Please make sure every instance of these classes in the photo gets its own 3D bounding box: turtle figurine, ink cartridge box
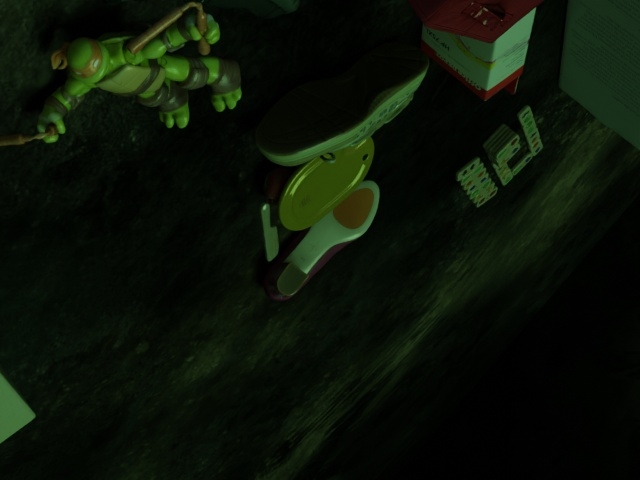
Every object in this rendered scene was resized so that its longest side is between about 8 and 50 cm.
[{"bbox_3d":[-0.190,-0.161,0.950,0.269,0.087,0.217,-29,166,22],"label":"turtle figurine"},{"bbox_3d":[0.211,-0.289,1.318,0.078,0.134,0.231,-37,155,-18],"label":"ink cartridge box"}]

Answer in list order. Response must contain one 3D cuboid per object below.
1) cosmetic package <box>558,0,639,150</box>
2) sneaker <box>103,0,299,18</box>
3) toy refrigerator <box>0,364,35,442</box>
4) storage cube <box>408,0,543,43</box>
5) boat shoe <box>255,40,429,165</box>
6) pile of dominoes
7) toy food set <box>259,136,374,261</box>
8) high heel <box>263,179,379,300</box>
[{"bbox_3d":[0.550,-0.361,1.626,0.161,0.230,0.453,-41,157,-9],"label":"cosmetic package"},{"bbox_3d":[-0.135,-0.270,0.862,0.139,0.125,0.340,-26,164,22],"label":"sneaker"},{"bbox_3d":[-0.414,0.140,1.059,0.094,0.102,0.270,-37,156,-17],"label":"toy refrigerator"},{"bbox_3d":[0.176,-0.350,1.029,0.193,0.215,0.183,-39,163,29],"label":"storage cube"},{"bbox_3d":[0.034,-0.165,1.275,0.285,0.104,0.089,-32,151,-28],"label":"boat shoe"},{"bbox_3d":[0.368,-0.150,1.912,0.196,0.040,0.251,-46,156,3],"label":"pile of dominoes"},{"bbox_3d":[-0.024,-0.088,1.356,0.218,0.071,0.128,-40,148,-18],"label":"toy food set"},{"bbox_3d":[0.000,0.000,1.559,0.244,0.082,0.117,-54,-170,-12],"label":"high heel"}]
